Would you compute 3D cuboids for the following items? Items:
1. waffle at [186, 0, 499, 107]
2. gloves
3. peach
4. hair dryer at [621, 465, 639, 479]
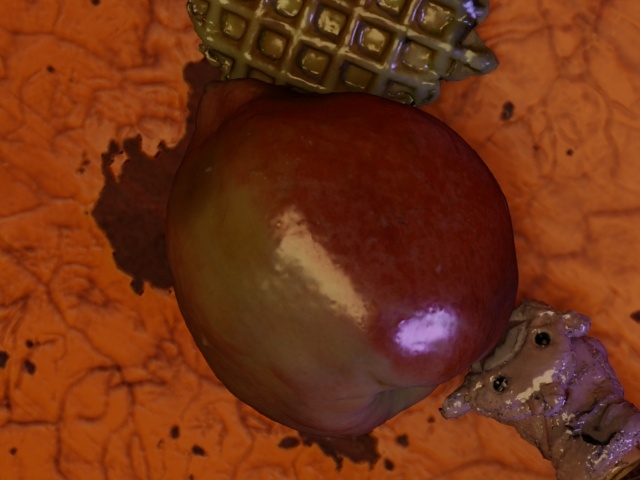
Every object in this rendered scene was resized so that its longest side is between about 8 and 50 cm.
[{"bbox_3d":[0.006,-0.178,1.085,0.208,0.054,0.214,-19,93,16],"label":"waffle"},{"bbox_3d":[0.162,0.105,1.050,0.144,0.094,0.110,30,77,19],"label":"gloves"},{"bbox_3d":[0.000,0.000,1.026,0.232,0.232,0.257,-37,78,14],"label":"peach"},{"bbox_3d":[0.156,0.294,1.088,0.352,0.125,0.210,-15,102,27],"label":"hair dryer"}]
